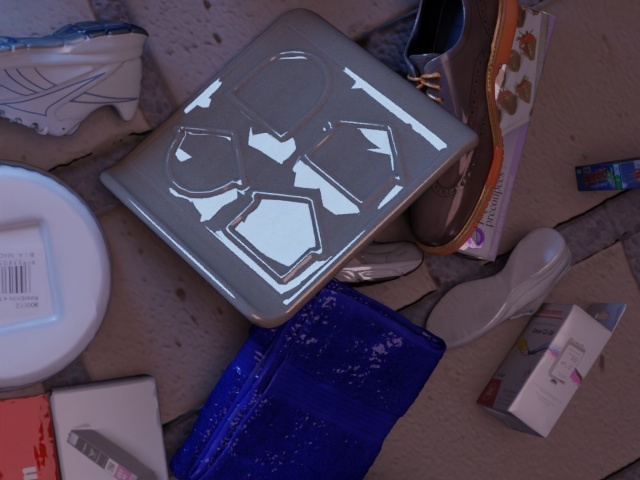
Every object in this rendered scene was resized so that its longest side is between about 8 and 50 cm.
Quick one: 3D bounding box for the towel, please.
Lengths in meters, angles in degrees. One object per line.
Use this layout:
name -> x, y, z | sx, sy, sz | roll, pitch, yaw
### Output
towel -> -0.012, 0.201, 1.924 | 0.227, 0.076, 0.308 | 29, 100, -19

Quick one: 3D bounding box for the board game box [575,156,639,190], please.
board game box -> 0.445, -0.094, 2.059 | 0.201, 0.136, 0.035 | -10, 93, -15

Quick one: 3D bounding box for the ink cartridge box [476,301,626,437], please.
ink cartridge box -> 0.291, 0.144, 2.029 | 0.067, 0.115, 0.198 | 36, 80, -11

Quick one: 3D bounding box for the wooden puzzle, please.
wooden puzzle -> -0.036, -0.084, 1.898 | 0.348, 0.080, 0.322 | -40, 57, -14

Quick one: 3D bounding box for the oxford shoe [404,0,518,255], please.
oxford shoe -> 0.143, -0.165, 1.966 | 0.132, 0.130, 0.364 | 19, 74, -49

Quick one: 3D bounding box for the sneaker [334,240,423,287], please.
sneaker -> 0.000, 0.000, 1.968 | 0.262, 0.099, 0.121 | -3, 84, -17

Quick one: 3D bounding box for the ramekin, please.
ramekin -> -0.369, 0.041, 1.851 | 0.277, 0.135, 0.277 | 0, 89, -15

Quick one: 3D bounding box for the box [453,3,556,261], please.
box -> 0.220, -0.136, 2.038 | 0.063, 0.067, 0.324 | 16, 85, -14

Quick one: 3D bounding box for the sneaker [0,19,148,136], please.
sneaker -> -0.334, -0.176, 1.860 | 0.297, 0.111, 0.129 | -10, 109, -23

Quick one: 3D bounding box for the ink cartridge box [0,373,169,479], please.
ink cartridge box -> -0.297, 0.310, 1.908 | 0.239, 0.060, 0.275 | -8, 92, -15

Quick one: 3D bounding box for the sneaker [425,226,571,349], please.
sneaker -> 0.233, 0.078, 2.042 | 0.212, 0.080, 0.094 | -37, 143, 2
